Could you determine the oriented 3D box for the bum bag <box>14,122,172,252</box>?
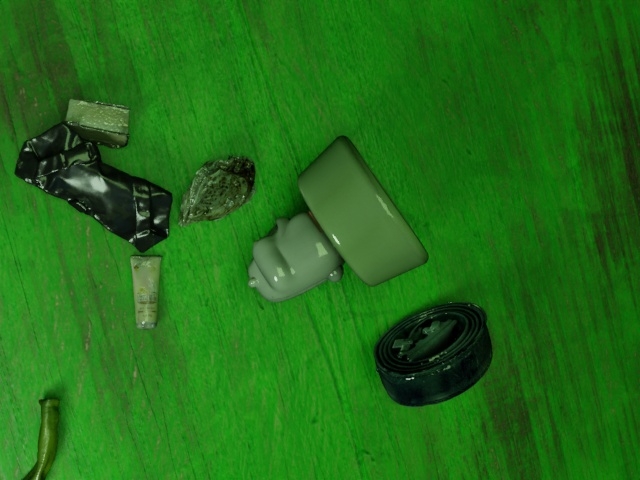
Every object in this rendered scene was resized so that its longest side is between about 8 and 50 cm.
[{"bbox_3d":[-0.405,-0.097,1.593,0.310,0.074,0.137,33,110,-19],"label":"bum bag"}]

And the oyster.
[{"bbox_3d":[-0.201,-0.098,1.673,0.177,0.064,0.125,-21,112,-26],"label":"oyster"}]

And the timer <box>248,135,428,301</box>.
[{"bbox_3d":[0.000,0.000,1.650,0.315,0.291,0.290,-33,100,7],"label":"timer"}]

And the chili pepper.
[{"bbox_3d":[-0.514,0.388,1.588,0.050,0.052,0.201,17,85,-36],"label":"chili pepper"}]

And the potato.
[{"bbox_3d":[-0.412,-0.218,1.597,0.122,0.086,0.061,10,74,-15],"label":"potato"}]

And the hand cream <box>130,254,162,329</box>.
[{"bbox_3d":[-0.330,0.099,1.648,0.061,0.039,0.143,-1,86,-14],"label":"hand cream"}]

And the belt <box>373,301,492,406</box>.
[{"bbox_3d":[0.235,0.223,1.727,0.267,0.206,0.116,-30,117,-19],"label":"belt"}]
